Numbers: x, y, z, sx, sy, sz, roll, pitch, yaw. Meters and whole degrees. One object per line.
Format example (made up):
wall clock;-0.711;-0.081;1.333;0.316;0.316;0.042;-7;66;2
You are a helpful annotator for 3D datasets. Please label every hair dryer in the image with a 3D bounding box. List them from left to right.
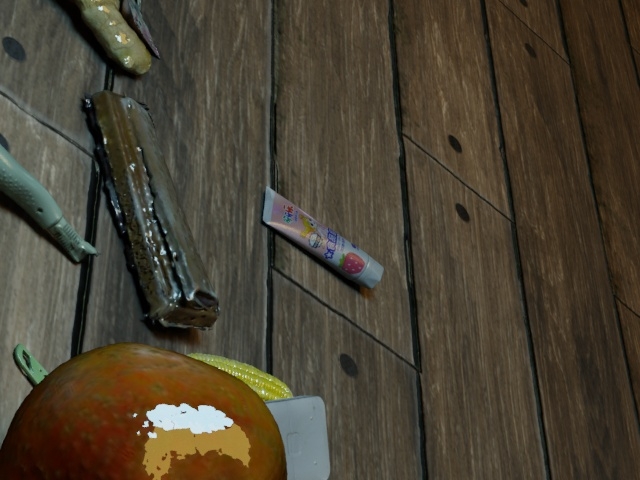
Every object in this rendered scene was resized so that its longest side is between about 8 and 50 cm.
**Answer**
hair dryer;-0.349;-0.115;1.835;0.267;0.092;0.229;43;21;-49

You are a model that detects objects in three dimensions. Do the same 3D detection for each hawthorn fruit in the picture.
hawthorn fruit;-0.173;0.210;1.558;0.277;0.277;0.298;28;13;-41

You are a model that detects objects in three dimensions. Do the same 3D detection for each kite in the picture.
kite;-0.236;-0.299;2.210;0.152;0.005;0.137;-90;159;-72

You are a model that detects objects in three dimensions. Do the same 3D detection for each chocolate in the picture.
chocolate;-0.194;-0.043;1.980;0.102;0.065;0.329;16;45;-49

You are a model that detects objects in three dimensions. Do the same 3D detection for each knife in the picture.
knife;-0.242;0.187;1.714;0.207;0.014;0.030;52;30;-5

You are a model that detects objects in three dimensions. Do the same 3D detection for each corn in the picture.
corn;-0.096;0.176;1.902;0.165;0.063;0.085;23;67;-42

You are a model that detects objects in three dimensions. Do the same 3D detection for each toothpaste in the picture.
toothpaste;0.000;0.000;2.263;0.194;0.043;0.067;34;38;-25

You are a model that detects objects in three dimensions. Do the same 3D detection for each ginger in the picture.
ginger;-0.304;-0.321;2.102;0.288;0.075;0.089;51;32;-14

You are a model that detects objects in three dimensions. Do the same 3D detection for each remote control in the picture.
remote control;-0.081;0.227;1.834;0.250;0.034;0.103;-4;88;-50
